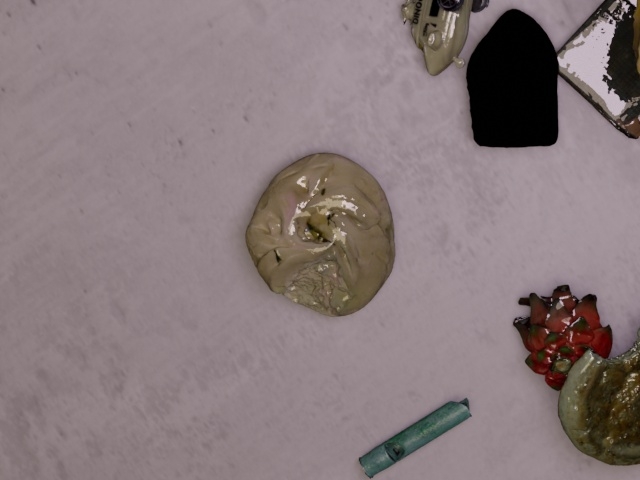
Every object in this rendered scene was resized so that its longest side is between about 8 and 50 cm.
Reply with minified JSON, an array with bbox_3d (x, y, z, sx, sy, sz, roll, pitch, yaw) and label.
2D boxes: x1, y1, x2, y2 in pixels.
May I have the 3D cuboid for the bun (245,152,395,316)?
[{"bbox_3d":[0.000,0.000,1.712,0.210,0.116,0.237,-16,100,13],"label":"bun"}]

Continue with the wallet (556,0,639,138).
[{"bbox_3d":[0.465,-0.300,1.606,0.169,0.044,0.317,42,105,-1],"label":"wallet"}]

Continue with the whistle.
[{"bbox_3d":[0.142,0.291,1.801,0.186,0.039,0.039,-34,96,14],"label":"whistle"}]

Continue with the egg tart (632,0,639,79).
[{"bbox_3d":[0.480,-0.284,1.375,0.352,0.150,0.352,-17,131,-21],"label":"egg tart"}]

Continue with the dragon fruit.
[{"bbox_3d":[0.339,0.138,1.695,0.130,0.121,0.142,-3,79,3],"label":"dragon fruit"}]

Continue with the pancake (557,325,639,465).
[{"bbox_3d":[0.445,0.211,1.677,0.253,0.037,0.253,-9,117,-18],"label":"pancake"}]

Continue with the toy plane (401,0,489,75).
[{"bbox_3d":[0.167,-0.363,1.622,0.108,0.092,0.286,18,109,30],"label":"toy plane"}]

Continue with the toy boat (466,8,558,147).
[{"bbox_3d":[0.256,-0.214,1.632,0.116,0.061,0.188,3,106,31],"label":"toy boat"}]
